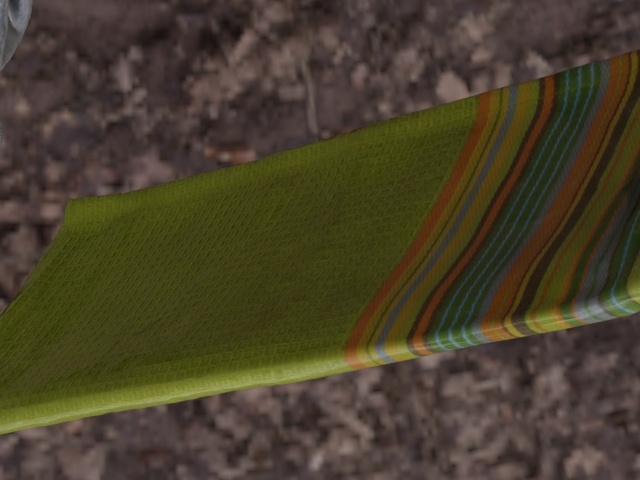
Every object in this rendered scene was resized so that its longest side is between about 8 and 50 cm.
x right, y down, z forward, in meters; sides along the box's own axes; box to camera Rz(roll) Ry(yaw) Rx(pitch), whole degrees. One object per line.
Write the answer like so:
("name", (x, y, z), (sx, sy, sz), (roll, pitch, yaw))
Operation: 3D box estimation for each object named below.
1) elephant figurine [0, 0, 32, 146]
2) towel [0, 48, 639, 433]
("elephant figurine", (-0.222, -0.135, 1.061), (0.186, 0.239, 0.169), (-14, 146, 44))
("towel", (0.000, 0.000, 0.500), (0.237, 0.102, 0.021), (-14, 119, 37))
